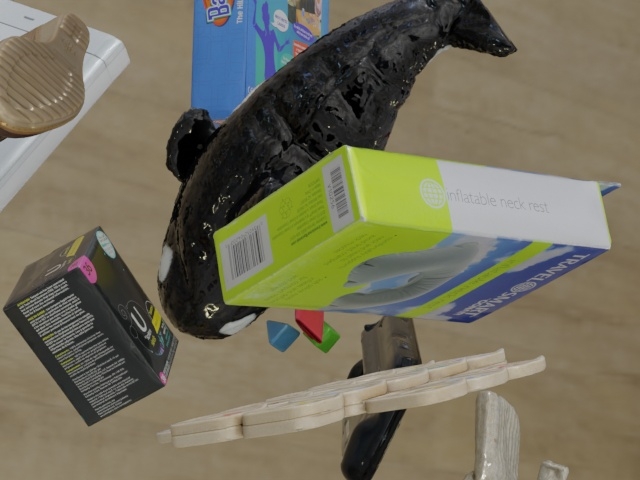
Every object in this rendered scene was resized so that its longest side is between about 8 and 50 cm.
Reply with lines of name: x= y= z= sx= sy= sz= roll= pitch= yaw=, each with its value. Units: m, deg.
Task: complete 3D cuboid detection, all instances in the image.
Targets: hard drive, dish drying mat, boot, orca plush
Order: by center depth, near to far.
orca plush: x=-0.003 y=-0.034 z=1.004 sx=0.151 sy=0.287 sz=0.102 roll=51 pitch=18 yaw=-14
dish drying mat: x=-0.010 y=0.055 z=1.395 sx=0.032 sy=0.008 sz=0.083 roll=45 pitch=21 yaw=-20
boot: x=-0.303 y=-0.098 z=1.487 sx=0.090 sy=0.207 sz=0.248 roll=47 pitch=19 yaw=-13
hard drive: x=-0.391 y=-0.110 z=1.724 sx=0.353 sy=0.233 sz=0.047 roll=-54 pitch=150 yaw=-28

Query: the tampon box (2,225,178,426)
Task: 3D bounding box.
tampon box: x=-0.241 y=0.090 z=1.780 sx=0.101 sy=0.120 sz=0.161 roll=-29 pitch=108 yaw=13

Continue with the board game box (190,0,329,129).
board game box: x=-0.042 y=-0.181 z=1.271 sx=0.160 sy=0.047 sz=0.210 roll=18 pitch=73 yaw=-67

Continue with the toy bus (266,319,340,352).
toy bus: x=-0.011 y=0.004 z=1.840 sx=0.202 sy=0.191 sz=0.104 roll=-38 pitch=144 yaw=10

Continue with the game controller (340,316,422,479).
game controller: x=0.069 y=0.182 z=1.986 sx=0.067 sy=0.319 sz=0.167 roll=16 pitch=100 yaw=-2

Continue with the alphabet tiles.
alphabet tiles: x=0.020 y=0.121 z=1.308 sx=0.284 sy=0.278 sz=0.021 roll=-8 pitch=87 yaw=-53

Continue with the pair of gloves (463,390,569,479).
pair of gloves: x=0.178 y=0.266 z=1.451 sx=0.240 sy=0.042 sz=0.204 roll=52 pitch=43 yaw=-47

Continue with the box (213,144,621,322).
box: x=0.052 y=0.001 z=0.798 sx=0.178 sy=0.109 sz=0.042 roll=6 pitch=65 yaw=-38
